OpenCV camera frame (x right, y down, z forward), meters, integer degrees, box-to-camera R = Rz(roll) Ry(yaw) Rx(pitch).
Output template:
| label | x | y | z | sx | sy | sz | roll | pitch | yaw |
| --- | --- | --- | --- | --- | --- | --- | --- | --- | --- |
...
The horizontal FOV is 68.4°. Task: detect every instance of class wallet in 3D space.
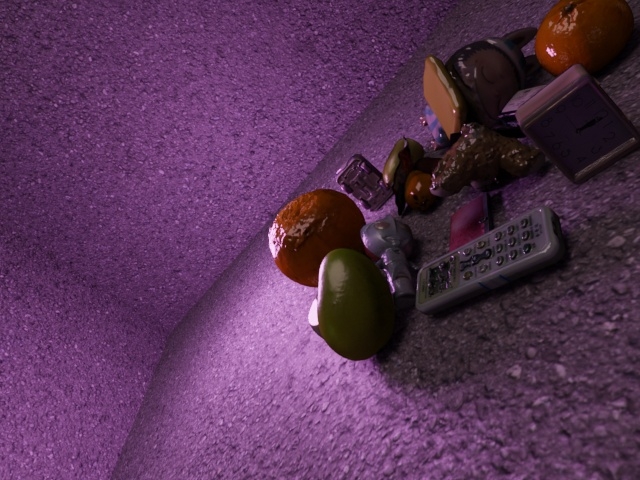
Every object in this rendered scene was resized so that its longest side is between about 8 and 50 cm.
| label | x | y | z | sx | sy | sz | roll | pitch | yaw |
| --- | --- | --- | --- | --- | --- | --- | --- | --- | --- |
| wallet | 0.361 | -0.019 | 1.137 | 0.119 | 0.025 | 0.232 | -39 | 19 | 36 |

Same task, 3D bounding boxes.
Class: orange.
| label | x | y | z | sx | sy | sz | roll | pitch | yaw |
| --- | --- | --- | --- | --- | --- | --- | --- | --- | --- |
| orange | 0.000 | 0.000 | 1.589 | 0.341 | 0.293 | 0.340 | -28 | 28 | 16 |
| orange | 0.644 | -0.512 | 1.165 | 0.220 | 0.193 | 0.219 | -28 | 30 | 18 |

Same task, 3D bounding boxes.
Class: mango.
| label | x | y | z | sx | sy | sz | roll | pitch | yaw |
| --- | --- | --- | --- | --- | --- | --- | --- | --- | --- |
| mango | 0.084 | 0.152 | 1.140 | 0.186 | 0.149 | 0.272 | -4 | 83 | 26 |
| mango | 0.302 | -0.152 | 1.443 | 0.178 | 0.090 | 0.114 | -113 | 32 | -73 |

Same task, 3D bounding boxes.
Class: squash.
| label | x | y | z | sx | sy | sz | roll | pitch | yaw |
| --- | --- | --- | --- | --- | --- | --- | --- | --- | --- |
| squash | 0.285 | -0.267 | 1.694 | 0.186 | 0.123 | 0.123 | -58 | 18 | -24 |

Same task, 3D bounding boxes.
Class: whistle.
| label | x | y | z | sx | sy | sz | roll | pitch | yaw |
| --- | --- | --- | --- | --- | --- | --- | --- | --- | --- |
| whistle | 0.196 | 0.043 | 1.274 | 0.133 | 0.142 | 0.346 | -53 | 25 | 31 |

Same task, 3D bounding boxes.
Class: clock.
| label | x | y | z | sx | sy | sz | roll | pitch | yaw |
| --- | --- | --- | --- | --- | --- | --- | --- | --- | --- |
| clock | 0.498 | -0.222 | 0.912 | 0.147 | 0.192 | 0.071 | -39 | 21 | 34 |

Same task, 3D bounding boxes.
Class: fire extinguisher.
| label | x | y | z | sx | sy | sz | roll | pitch | yaw |
| --- | --- | --- | --- | --- | --- | --- | --- | --- | --- |
| fire extinguisher | 0.376 | -0.217 | 1.444 | 0.267 | 0.089 | 0.072 | -133 | 44 | -75 |

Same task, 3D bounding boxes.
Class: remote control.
| label | x | y | z | sx | sy | sz | roll | pitch | yaw |
| --- | --- | --- | --- | --- | --- | --- | --- | --- | --- |
| remote control | 0.335 | 0.053 | 0.971 | 0.335 | 0.066 | 0.127 | -35 | 32 | 43 |

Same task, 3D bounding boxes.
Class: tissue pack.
| label | x | y | z | sx | sy | sz | roll | pitch | yaw |
| --- | --- | --- | --- | --- | --- | --- | --- | --- | --- |
| tissue pack | 0.550 | -0.335 | 1.197 | 0.103 | 0.090 | 0.170 | -51 | 15 | 1 |

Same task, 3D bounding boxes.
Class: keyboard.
| label | x | y | z | sx | sy | sz | roll | pitch | yaw |
| --- | --- | --- | --- | --- | --- | --- | --- | --- | --- |
| keyboard | 0.438 | -0.276 | 1.228 | 0.074 | 0.197 | 0.015 | 22 | -113 | -76 |

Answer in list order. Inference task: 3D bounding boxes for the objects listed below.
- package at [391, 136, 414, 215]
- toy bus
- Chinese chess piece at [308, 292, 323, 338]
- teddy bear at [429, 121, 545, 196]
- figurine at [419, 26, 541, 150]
| label | x | y | z | sx | sy | sz | roll | pitch | yaw |
| --- | --- | --- | --- | --- | --- | --- | --- | --- | --- |
| package | 0.276 | -0.213 | 1.540 | 0.040 | 0.166 | 0.231 | 3 | 58 | 24 |
| toy bus | 0.161 | -0.221 | 1.779 | 0.142 | 0.203 | 0.142 | -45 | 15 | 19 |
| Chinese chess piece | 0.074 | 0.174 | 1.344 | 0.250 | 0.101 | 0.250 | -45 | 17 | 19 |
| teddy bear | 0.386 | -0.194 | 1.182 | 0.268 | 0.156 | 0.256 | -15 | -6 | 6 |
| figurine | 0.523 | -0.456 | 1.450 | 0.378 | 0.266 | 0.361 | -19 | -9 | 1 |
